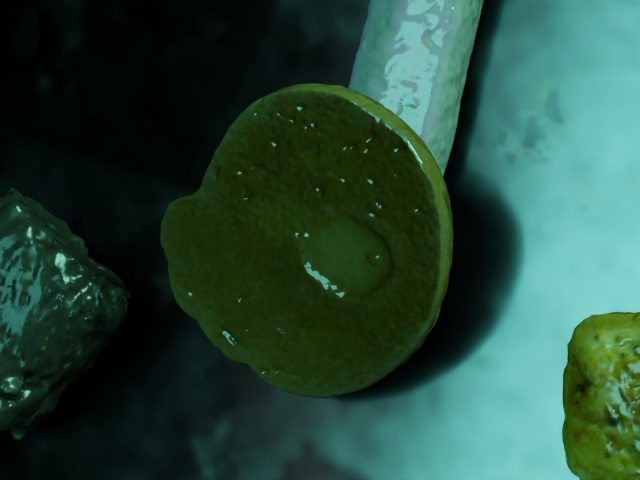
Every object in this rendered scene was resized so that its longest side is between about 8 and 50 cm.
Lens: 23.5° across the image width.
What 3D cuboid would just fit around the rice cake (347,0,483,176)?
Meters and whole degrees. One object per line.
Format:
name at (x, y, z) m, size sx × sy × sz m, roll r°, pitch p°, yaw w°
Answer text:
rice cake at (0.078, -0.188, 0.975) m, size 0.072 × 0.056 × 0.365 m, roll 15°, pitch 87°, yaw 26°

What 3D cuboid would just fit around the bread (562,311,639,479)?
bread at (0.239, 0.099, 0.849) m, size 0.211 × 0.083 × 0.114 m, roll 2°, pitch 86°, yaw 24°

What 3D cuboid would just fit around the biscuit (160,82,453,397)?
biscuit at (0.000, 0.000, 0.948) m, size 0.181 × 0.049 × 0.208 m, roll 43°, pitch 122°, yaw 11°

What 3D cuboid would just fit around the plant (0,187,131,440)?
plant at (-0.231, 0.071, 1.016) m, size 0.203 × 0.142 × 0.131 m, roll -40°, pitch 85°, yaw 8°
